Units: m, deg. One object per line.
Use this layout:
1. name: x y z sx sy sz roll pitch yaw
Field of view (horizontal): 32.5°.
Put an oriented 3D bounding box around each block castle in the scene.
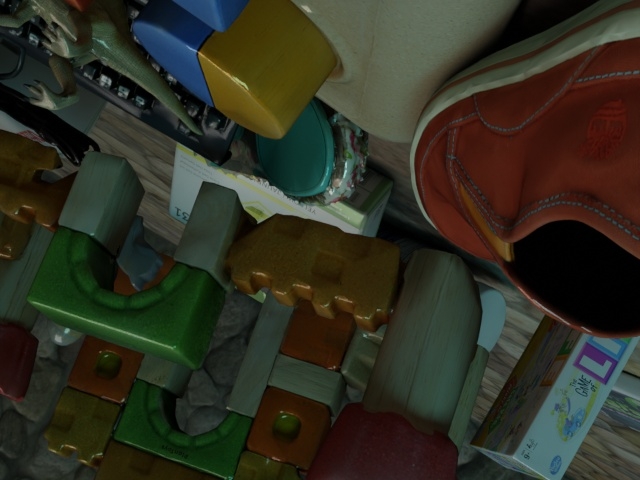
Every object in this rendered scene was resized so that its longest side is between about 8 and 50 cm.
1. block castle: -0.113 0.093 0.775 0.453 0.213 0.303 16 165 13

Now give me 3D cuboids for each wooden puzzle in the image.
1. wooden puzzle: -0.088 -0.150 0.459 0.347 0.081 0.322 31 172 4

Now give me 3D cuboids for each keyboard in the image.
1. keyboard: -0.192 -0.140 0.706 0.317 0.033 0.202 31 135 4

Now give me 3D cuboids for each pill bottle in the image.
1. pill bottle: 0.078 0.047 0.983 0.169 0.094 0.094 25 170 40

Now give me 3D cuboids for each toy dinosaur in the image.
1. toy dinosaur: -0.132 -0.117 0.615 0.183 0.093 0.053 44 129 -14

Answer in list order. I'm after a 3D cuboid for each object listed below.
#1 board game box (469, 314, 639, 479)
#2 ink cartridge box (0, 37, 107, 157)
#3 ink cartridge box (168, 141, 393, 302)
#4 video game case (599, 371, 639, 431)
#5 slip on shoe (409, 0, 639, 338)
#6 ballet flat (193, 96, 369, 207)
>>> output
1. board game box: 0.137 0.050 0.573 0.026 0.154 0.103 32 171 1
2. ink cartridge box: -0.297 -0.187 0.881 0.273 0.114 0.197 36 170 -21
3. ink cartridge box: -0.045 0.000 0.929 0.171 0.056 0.235 29 139 12
4. video game case: 0.319 0.167 1.084 0.173 0.022 0.190 38 170 -38
5. slip on shoe: 0.103 -0.014 0.440 0.123 0.101 0.331 15 174 -8
6. ballet flat: -0.016 -0.075 0.721 0.077 0.091 0.241 -1 -166 -28
